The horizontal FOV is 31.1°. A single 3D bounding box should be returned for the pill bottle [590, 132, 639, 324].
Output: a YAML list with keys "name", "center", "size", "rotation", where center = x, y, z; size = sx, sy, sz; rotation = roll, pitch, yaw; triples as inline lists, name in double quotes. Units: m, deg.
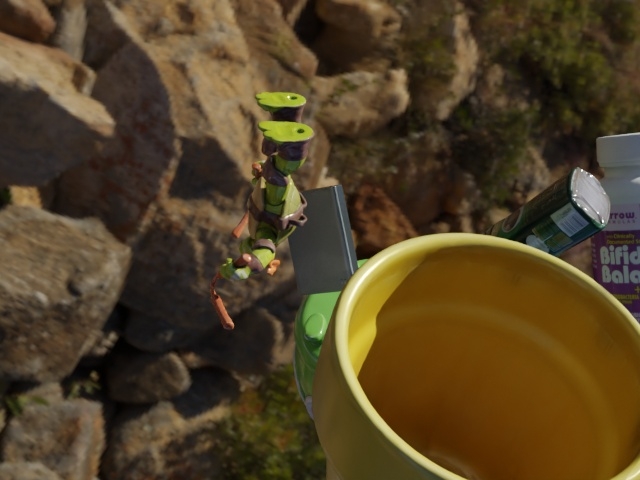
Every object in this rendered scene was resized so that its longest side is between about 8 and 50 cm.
- name: "pill bottle"
  center: [0.482, -0.008, 1.693]
  size: [0.169, 0.169, 0.301]
  rotation: [-10, 95, -48]

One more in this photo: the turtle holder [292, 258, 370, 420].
- name: "turtle holder"
  center: [0.080, 0.141, 1.570]
  size: [0.243, 0.320, 0.227]
  rotation: [-3, 128, -6]

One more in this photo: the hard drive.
- name: "hard drive"
  center: [0.000, 0.000, 1.481]
  size: [0.022, 0.094, 0.135]
  rotation: [-17, 97, -51]

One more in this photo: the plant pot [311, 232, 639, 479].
- name: "plant pot"
  center: [0.106, 0.162, 0.897]
  size: [0.254, 0.254, 0.239]
  rotation: [-31, 151, -38]

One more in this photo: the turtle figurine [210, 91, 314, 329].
- name: "turtle figurine"
  center: [-0.056, -0.039, 1.273]
  size: [0.269, 0.087, 0.217]
  rotation: [-77, -179, -56]

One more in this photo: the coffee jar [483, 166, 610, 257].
- name: "coffee jar"
  center: [0.296, -0.013, 1.545]
  size: [0.079, 0.184, 0.096]
  rotation: [42, 38, -12]
